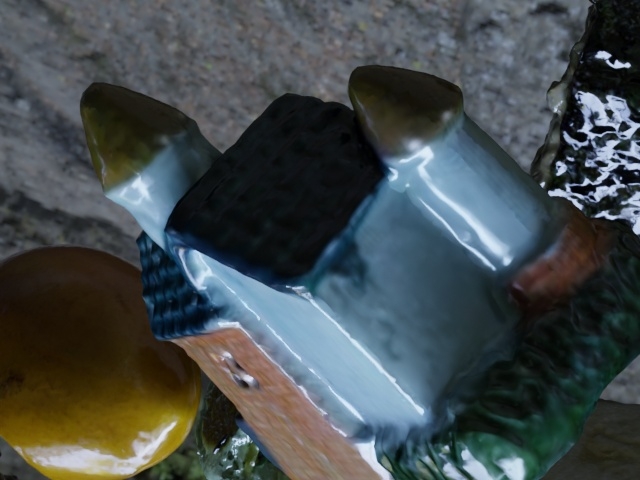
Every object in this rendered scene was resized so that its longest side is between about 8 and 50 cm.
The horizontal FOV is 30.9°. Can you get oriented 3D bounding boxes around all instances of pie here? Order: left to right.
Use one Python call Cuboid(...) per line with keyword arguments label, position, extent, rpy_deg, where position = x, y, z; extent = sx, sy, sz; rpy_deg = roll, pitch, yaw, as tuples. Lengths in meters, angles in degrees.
Cuboid(label="pie", position=(-0.018, 0.094, 1.052), extent=(0.067, 0.302, 0.302), rpy_deg=(32, 174, -17))

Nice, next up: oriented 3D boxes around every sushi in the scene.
Cuboid(label="sushi", position=(0.290, -0.108, 1.033), extent=(0.171, 0.350, 0.211), rpy_deg=(19, -142, 12))

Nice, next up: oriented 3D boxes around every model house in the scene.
Cuboid(label="model house", position=(0.000, 0.000, 0.630), extent=(0.291, 0.184, 0.253), rpy_deg=(43, 158, -17))

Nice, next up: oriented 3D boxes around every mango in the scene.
Cuboid(label="mango", position=(-0.170, 0.083, 0.811), extent=(0.252, 0.154, 0.126), rpy_deg=(19, 164, 48))

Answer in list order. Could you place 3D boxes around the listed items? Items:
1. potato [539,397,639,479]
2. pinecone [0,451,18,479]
Cuboid(label="potato", position=(0.220, 0.322, 1.088), extent=(0.397, 0.296, 0.290), rpy_deg=(0, -167, 12))
Cuboid(label="pinecone", position=(-0.374, 0.256, 1.033), extent=(0.201, 0.229, 0.202), rpy_deg=(34, 179, 39))
